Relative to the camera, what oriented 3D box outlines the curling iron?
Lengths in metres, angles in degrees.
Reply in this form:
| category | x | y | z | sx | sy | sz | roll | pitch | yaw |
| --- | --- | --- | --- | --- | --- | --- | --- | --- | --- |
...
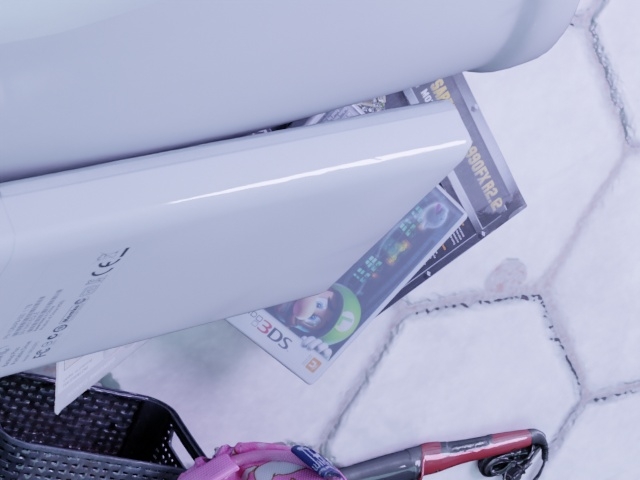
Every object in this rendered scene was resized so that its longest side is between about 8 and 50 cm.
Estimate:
| category | x | y | z | sx | sy | sz | roll | pitch | yaw |
| --- | --- | --- | --- | --- | --- | --- | --- | --- | --- |
| curling iron | 0.095 | 0.215 | 1.359 | 0.274 | 0.035 | 0.068 | -5 | 116 | -25 |

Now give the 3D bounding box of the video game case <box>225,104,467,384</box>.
| category | x | y | z | sx | sy | sz | roll | pitch | yaw |
| --- | --- | --- | --- | --- | --- | --- | --- | --- | --- |
| video game case | 0.000 | 0.000 | 1.144 | 0.190 | 0.022 | 0.173 | -48 | 125 | 2 |

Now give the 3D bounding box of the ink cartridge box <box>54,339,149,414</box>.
| category | x | y | z | sx | sy | sz | roll | pitch | yaw |
| --- | --- | --- | --- | --- | --- | --- | --- | --- | --- |
| ink cartridge box | -0.149 | -0.008 | 1.078 | 0.181 | 0.056 | 0.225 | -39 | 151 | -43 |

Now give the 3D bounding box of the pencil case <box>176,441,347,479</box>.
| category | x | y | z | sx | sy | sz | roll | pitch | yaw |
| --- | --- | --- | --- | --- | --- | --- | --- | --- | --- |
| pencil case | -0.005 | 0.288 | 1.191 | 0.386 | 0.160 | 0.167 | 63 | 41 | -59 |

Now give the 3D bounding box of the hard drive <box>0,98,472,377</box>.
| category | x | y | z | sx | sy | sz | roll | pitch | yaw |
| --- | --- | --- | --- | --- | --- | --- | --- | --- | --- |
| hard drive | -0.101 | 0.008 | 0.935 | 0.353 | 0.047 | 0.233 | -13 | 160 | -34 |

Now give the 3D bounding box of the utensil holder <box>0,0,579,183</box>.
| category | x | y | z | sx | sy | sz | roll | pitch | yaw |
| --- | --- | --- | --- | --- | --- | --- | --- | --- | --- |
| utensil holder | -0.084 | -0.215 | 0.890 | 0.385 | 0.327 | 0.328 | -18 | 121 | -15 |

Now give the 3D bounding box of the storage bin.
| category | x | y | z | sx | sy | sz | roll | pitch | yaw |
| --- | --- | --- | --- | --- | --- | --- | --- | --- | --- |
| storage bin | -0.191 | 0.172 | 1.139 | 0.180 | 0.122 | 0.084 | 16 | 105 | -32 |

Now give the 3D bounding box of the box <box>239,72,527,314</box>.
| category | x | y | z | sx | sy | sz | roll | pitch | yaw |
| --- | --- | --- | --- | --- | --- | --- | --- | --- | --- |
| box | 0.043 | -0.067 | 1.181 | 0.183 | 0.056 | 0.231 | -36 | 125 | -7 |
